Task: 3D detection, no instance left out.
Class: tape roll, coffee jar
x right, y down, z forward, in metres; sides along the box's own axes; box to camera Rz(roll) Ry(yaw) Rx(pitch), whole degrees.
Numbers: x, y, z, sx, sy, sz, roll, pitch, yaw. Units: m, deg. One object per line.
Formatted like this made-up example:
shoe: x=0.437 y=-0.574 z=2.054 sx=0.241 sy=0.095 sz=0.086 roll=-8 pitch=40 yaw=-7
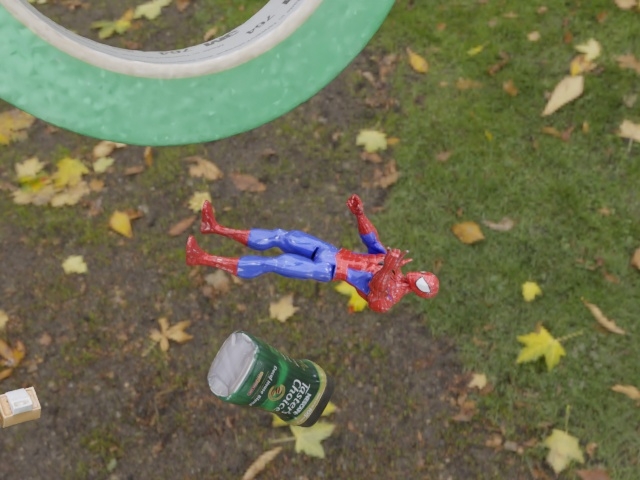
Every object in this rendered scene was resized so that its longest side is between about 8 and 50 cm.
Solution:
tape roll: x=-0.096 y=-0.219 z=0.472 sx=0.321 sy=0.321 sz=0.077 roll=-15 pitch=23 yaw=-13
coffee jar: x=-0.063 y=0.200 z=1.147 sx=0.079 sy=0.184 sz=0.096 roll=29 pitch=88 yaw=47

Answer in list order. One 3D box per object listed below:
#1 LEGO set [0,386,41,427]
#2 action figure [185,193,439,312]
LEGO set: x=-0.467 y=0.270 z=0.968 sx=0.132 sy=0.107 sz=0.287 roll=10 pitch=20 yaw=22
action figure: x=0.000 y=0.000 z=0.885 sx=0.280 sy=0.139 sz=0.091 roll=15 pitch=49 yaw=1
